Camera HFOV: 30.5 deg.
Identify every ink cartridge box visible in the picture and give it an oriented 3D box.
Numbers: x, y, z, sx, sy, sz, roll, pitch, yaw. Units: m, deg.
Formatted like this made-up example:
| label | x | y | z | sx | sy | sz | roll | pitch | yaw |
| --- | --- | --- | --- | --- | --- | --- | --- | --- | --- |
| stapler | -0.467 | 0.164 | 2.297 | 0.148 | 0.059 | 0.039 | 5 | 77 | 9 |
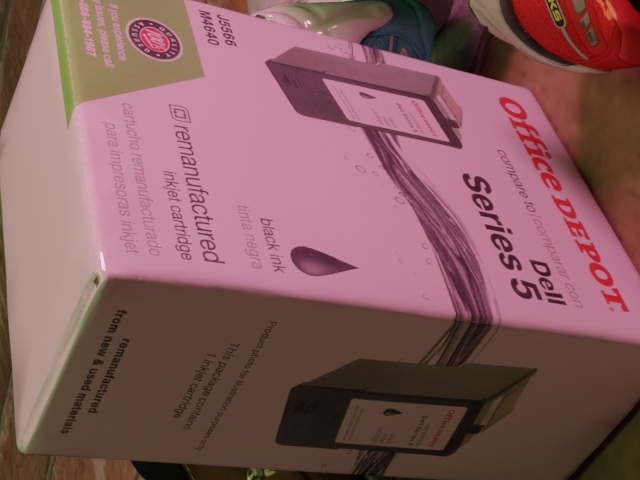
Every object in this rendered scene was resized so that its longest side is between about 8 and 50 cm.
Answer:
| label | x | y | z | sx | sy | sz | roll | pitch | yaw |
| --- | --- | --- | --- | --- | --- | --- | --- | --- | --- |
| ink cartridge box | 0.000 | 0.000 | 0.553 | 0.115 | 0.272 | 0.198 | -60 | 34 | 36 |

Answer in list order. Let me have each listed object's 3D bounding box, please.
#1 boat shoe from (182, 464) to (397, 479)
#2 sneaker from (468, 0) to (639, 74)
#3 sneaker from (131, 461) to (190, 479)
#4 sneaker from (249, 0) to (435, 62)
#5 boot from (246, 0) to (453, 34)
| label | x | y | z | sx | sy | sz | roll | pitch | yaw |
| --- | --- | --- | --- | --- | --- | --- | --- | --- | --- |
| boat shoe | -0.014 | 0.155 | 0.576 | 0.307 | 0.104 | 0.111 | 47 | 149 | 24 |
| sneaker | 0.157 | -0.208 | 0.513 | 0.118 | 0.107 | 0.279 | 29 | 114 | 44 |
| sneaker | -0.112 | 0.116 | 0.891 | 0.124 | 0.107 | 0.283 | -84 | 7 | -50 |
| sneaker | 0.011 | -0.050 | 0.746 | 0.275 | 0.110 | 0.107 | 105 | 144 | -61 |
| boot | 0.001 | -0.174 | 0.797 | 0.258 | 0.095 | 0.123 | 157 | 110 | -63 |
